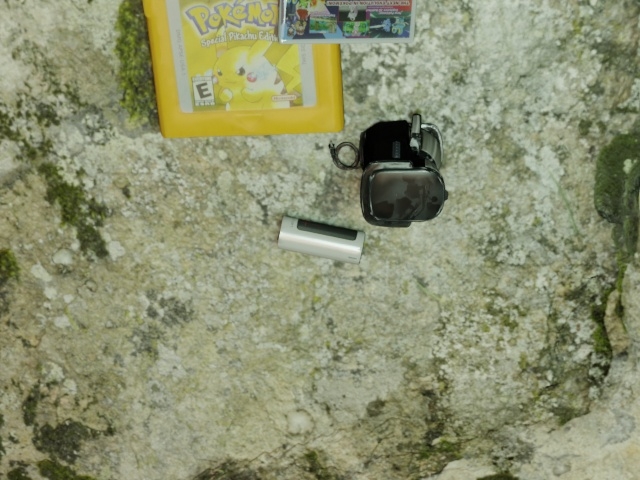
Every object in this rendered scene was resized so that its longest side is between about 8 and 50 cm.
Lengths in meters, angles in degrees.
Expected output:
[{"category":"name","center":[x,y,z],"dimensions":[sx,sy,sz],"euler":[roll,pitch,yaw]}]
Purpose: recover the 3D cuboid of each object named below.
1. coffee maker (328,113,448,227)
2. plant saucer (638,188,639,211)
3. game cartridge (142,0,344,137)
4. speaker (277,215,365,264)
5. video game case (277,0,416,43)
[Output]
[{"category":"coffee maker","center":[0.100,-0.094,1.663],"dimensions":[0.171,0.178,0.120],"euler":[-19,112,14]},{"category":"plant saucer","center":[0.602,-0.076,1.701],"dimensions":[0.241,0.037,0.241],"euler":[3,116,5]},{"category":"game cartridge","center":[-0.114,-0.311,1.651],"dimensions":[0.285,0.053,0.324],"euler":[-2,116,6]},{"category":"speaker","center":[0.000,0.000,1.788],"dimensions":[0.136,0.055,0.055],"euler":[12,116,1]},{"category":"video game case","center":[0.041,-0.369,1.583],"dimensions":[0.201,0.023,0.183],"euler":[-3,113,-14]}]
